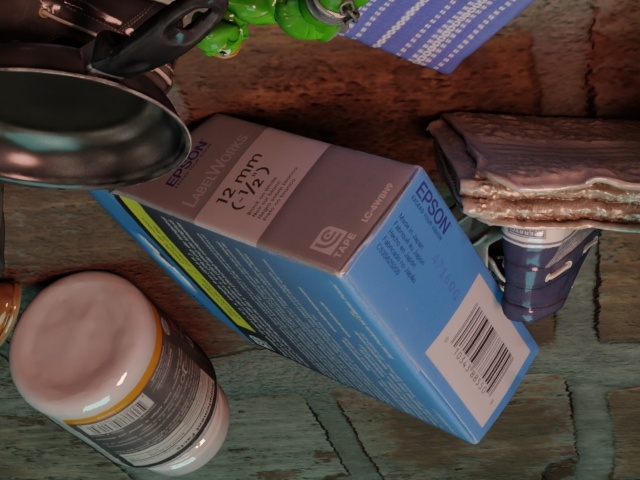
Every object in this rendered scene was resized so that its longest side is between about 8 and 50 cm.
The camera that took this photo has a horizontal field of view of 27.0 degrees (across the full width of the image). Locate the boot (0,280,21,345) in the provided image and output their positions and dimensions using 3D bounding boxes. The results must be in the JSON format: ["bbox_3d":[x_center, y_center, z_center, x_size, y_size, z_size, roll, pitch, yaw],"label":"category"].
[{"bbox_3d":[-0.415,0.071,1.383,0.152,0.072,0.197,28,140,-36],"label":"boot"}]

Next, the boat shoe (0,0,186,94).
[{"bbox_3d":[-0.206,-0.154,0.905,0.233,0.079,0.084,11,178,-19],"label":"boat shoe"}]

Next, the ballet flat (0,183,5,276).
[{"bbox_3d":[-0.300,-0.059,1.080,0.095,0.096,0.280,6,145,-11],"label":"ballet flat"}]

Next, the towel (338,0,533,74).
[{"bbox_3d":[0.014,-0.208,0.860,0.336,0.040,0.243,14,151,-27],"label":"towel"}]

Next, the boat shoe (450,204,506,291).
[{"bbox_3d":[0.166,0.003,1.233,0.079,0.081,0.227,11,151,-21],"label":"boat shoe"}]

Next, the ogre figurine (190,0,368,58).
[{"bbox_3d":[-0.052,-0.167,0.797,0.197,0.096,0.118,3,168,13],"label":"ogre figurine"}]

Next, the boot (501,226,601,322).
[{"bbox_3d":[0.192,-0.002,1.081,0.069,0.086,0.190,15,-156,29],"label":"boot"}]

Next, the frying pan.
[{"bbox_3d":[-0.174,-0.104,0.853,0.197,0.053,0.326,5,159,-10],"label":"frying pan"}]

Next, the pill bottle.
[{"bbox_3d":[-0.206,0.156,1.451,0.162,0.162,0.278,-8,153,15],"label":"pill bottle"}]

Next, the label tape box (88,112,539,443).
[{"bbox_3d":[-0.017,0.015,1.130,0.348,0.115,0.249,22,158,44],"label":"label tape box"}]

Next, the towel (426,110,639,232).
[{"bbox_3d":[0.231,-0.056,1.039,0.282,0.187,0.049,2,111,-7],"label":"towel"}]
